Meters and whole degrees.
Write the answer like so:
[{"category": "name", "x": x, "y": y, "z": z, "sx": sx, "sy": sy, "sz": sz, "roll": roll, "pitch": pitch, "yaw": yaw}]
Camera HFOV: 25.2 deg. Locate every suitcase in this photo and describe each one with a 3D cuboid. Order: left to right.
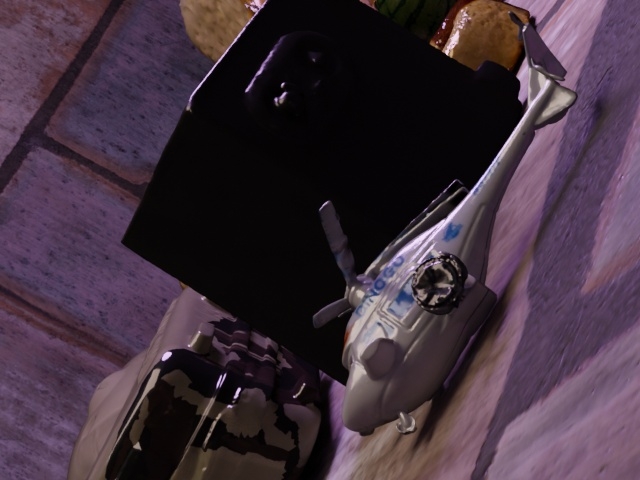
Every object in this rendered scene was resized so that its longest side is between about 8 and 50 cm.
[{"category": "suitcase", "x": -0.141, "y": 0.223, "z": 1.309, "sx": 0.339, "sy": 0.194, "sz": 0.351, "roll": -63, "pitch": 5, "yaw": 9}]

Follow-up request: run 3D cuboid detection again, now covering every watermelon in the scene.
[{"category": "watermelon", "x": 0.131, "y": -0.290, "z": 1.707, "sx": 0.141, "sy": 0.140, "sz": 0.187, "roll": -62, "pitch": 3, "yaw": -11}]

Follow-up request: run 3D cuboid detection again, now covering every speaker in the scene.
[{"category": "speaker", "x": 0.013, "y": -0.061, "z": 1.149, "sx": 0.184, "sy": 0.232, "sz": 0.254, "roll": -56, "pitch": 3, "yaw": 43}]

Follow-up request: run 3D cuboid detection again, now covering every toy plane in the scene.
[{"category": "toy plane", "x": 0.095, "y": 0.005, "z": 0.927, "sx": 0.273, "sy": 0.107, "sz": 0.182, "roll": -44, "pitch": -43, "yaw": -14}]

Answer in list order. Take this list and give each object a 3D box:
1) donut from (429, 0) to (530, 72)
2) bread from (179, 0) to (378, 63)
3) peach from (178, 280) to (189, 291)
[{"category": "donut", "x": 0.137, "y": -0.164, "z": 1.382, "sx": 0.166, "sy": 0.073, "sz": 0.184, "roll": -55, "pitch": 9, "yaw": 30}, {"category": "bread", "x": -0.047, "y": -0.230, "z": 1.885, "sx": 0.248, "sy": 0.315, "sz": 0.279, "roll": 91, "pitch": -178, "yaw": -62}, {"category": "peach", "x": -0.083, "y": 0.033, "z": 1.921, "sx": 0.232, "sy": 0.232, "sz": 0.232, "roll": -60, "pitch": 5, "yaw": 9}]
